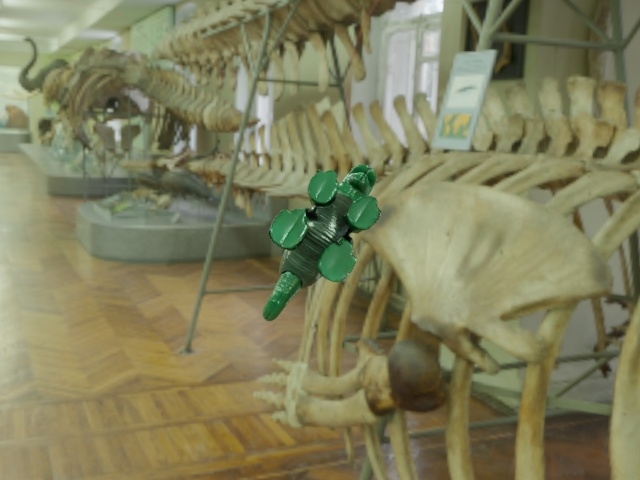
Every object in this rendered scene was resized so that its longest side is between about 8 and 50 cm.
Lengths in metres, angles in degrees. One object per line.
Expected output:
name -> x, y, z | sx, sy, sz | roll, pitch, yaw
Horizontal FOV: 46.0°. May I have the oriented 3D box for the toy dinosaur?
toy dinosaur -> 0.000, 0.000, 0.517 | 0.059, 0.132, 0.096 | 34, -4, 3
